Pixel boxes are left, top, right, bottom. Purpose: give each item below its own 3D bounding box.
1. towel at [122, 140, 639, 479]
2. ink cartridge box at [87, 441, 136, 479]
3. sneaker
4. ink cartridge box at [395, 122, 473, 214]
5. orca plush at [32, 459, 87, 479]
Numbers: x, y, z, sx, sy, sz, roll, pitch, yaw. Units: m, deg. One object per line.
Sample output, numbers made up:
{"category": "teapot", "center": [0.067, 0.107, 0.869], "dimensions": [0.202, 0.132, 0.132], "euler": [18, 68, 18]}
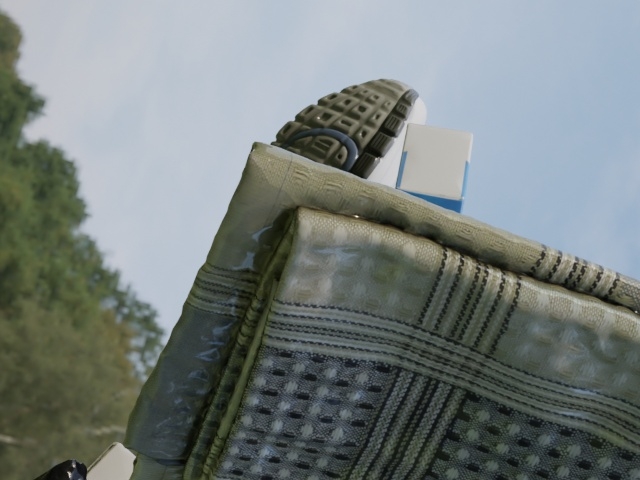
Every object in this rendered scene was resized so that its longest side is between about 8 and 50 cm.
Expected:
{"category": "towel", "center": [0.061, 0.114, 0.723], "dimensions": [0.312, 0.324, 0.056], "euler": [114, -5, -46]}
{"category": "ink cartridge box", "center": [-0.133, 0.315, 1.184], "dimensions": [0.121, 0.211, 0.289], "euler": [-47, 168, -16]}
{"category": "sneaker", "center": [0.000, 0.000, 1.112], "dimensions": [0.111, 0.129, 0.297], "euler": [39, -81, 43]}
{"category": "ink cartridge box", "center": [0.076, -0.010, 0.976], "dimensions": [0.088, 0.052, 0.122], "euler": [-75, 172, -52]}
{"category": "orca plush", "center": [-0.069, 0.211, 0.471], "dimensions": [0.102, 0.151, 0.287], "euler": [89, -14, -63]}
